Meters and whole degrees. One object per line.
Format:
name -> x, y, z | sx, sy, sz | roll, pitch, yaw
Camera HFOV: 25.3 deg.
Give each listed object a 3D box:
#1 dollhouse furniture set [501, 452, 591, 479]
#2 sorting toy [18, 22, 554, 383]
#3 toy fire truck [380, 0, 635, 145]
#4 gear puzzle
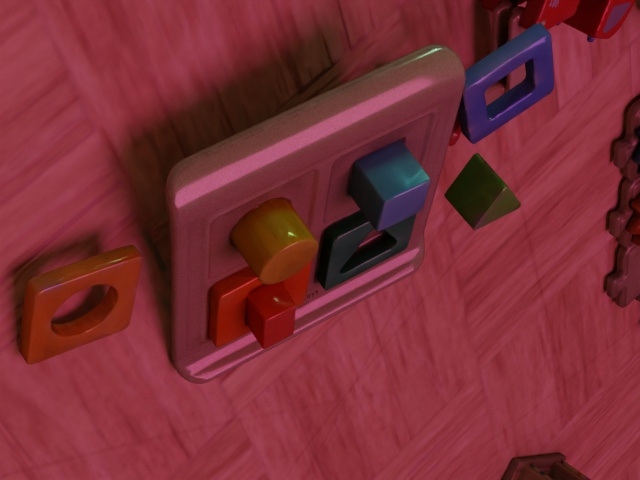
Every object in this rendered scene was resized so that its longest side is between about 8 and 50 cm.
dollhouse furniture set -> 0.231, 0.309, 1.282 | 0.101, 0.182, 0.161 | 6, 114, -53
sorting toy -> 0.000, 0.000, 0.796 | 0.347, 0.047, 0.196 | -27, 151, -20
toy fire truck -> 0.123, -0.130, 0.889 | 0.192, 0.047, 0.135 | -6, 124, -50
gear puzzle -> 0.318, -0.020, 1.226 | 0.175, 0.044, 0.339 | -38, 143, -24
